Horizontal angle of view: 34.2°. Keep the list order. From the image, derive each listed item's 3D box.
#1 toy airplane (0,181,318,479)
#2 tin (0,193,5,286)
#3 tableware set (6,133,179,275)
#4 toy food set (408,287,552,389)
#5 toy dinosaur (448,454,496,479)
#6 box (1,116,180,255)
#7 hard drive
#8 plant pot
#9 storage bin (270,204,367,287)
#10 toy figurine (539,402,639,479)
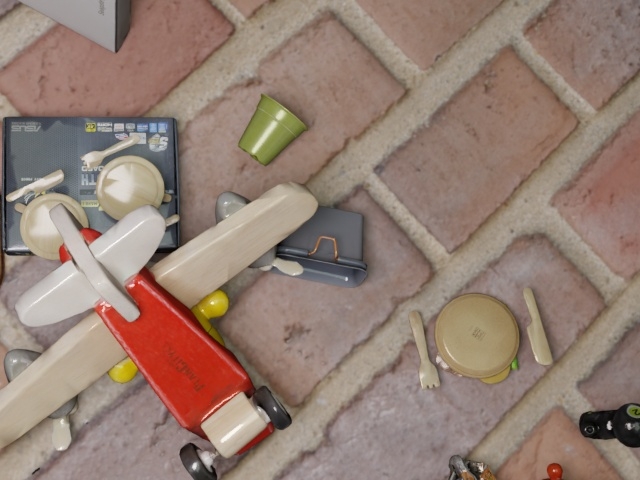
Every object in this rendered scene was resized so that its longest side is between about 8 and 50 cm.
[{"bbox_3d":[-0.215,0.092,1.290,0.386,0.272,0.384,4,112,-24],"label":"toy airplane"},{"bbox_3d":[-0.473,-0.004,1.376,0.106,0.040,0.190,-2,81,-15],"label":"tin"},{"bbox_3d":[-0.296,-0.044,1.354,0.194,0.039,0.128,-26,99,-7],"label":"tableware set"},{"bbox_3d":[0.223,0.142,1.488,0.192,0.038,0.132,-10,75,-7],"label":"toy food set"},{"bbox_3d":[0.139,0.440,1.367,0.218,0.164,0.322,25,55,-22],"label":"toy dinosaur"},{"bbox_3d":[-0.308,-0.073,1.406,0.232,0.059,0.183,0,82,-10],"label":"box"},{"bbox_3d":[-0.413,-0.381,1.348,0.353,0.233,0.047,27,76,-5],"label":"hard drive"},{"bbox_3d":[-0.074,-0.150,1.459,0.083,0.083,0.079,38,88,-3],"label":"plant pot"},{"bbox_3d":[0.000,0.000,1.440,0.135,0.098,0.091,10,69,-9],"label":"storage bin"},{"bbox_3d":[0.419,0.347,1.428,0.209,0.148,0.213,42,75,-2],"label":"toy figurine"}]
